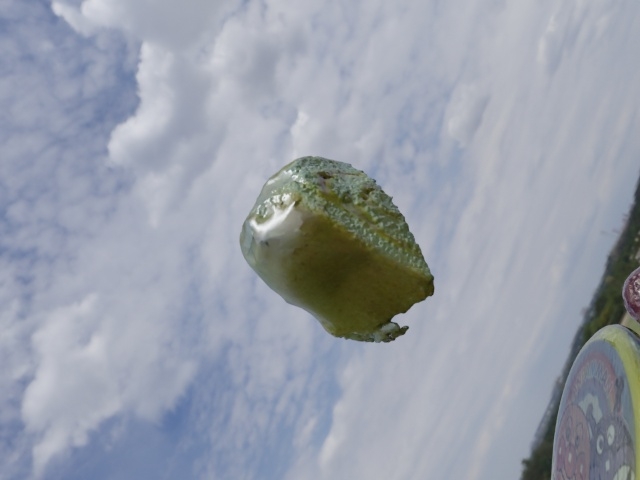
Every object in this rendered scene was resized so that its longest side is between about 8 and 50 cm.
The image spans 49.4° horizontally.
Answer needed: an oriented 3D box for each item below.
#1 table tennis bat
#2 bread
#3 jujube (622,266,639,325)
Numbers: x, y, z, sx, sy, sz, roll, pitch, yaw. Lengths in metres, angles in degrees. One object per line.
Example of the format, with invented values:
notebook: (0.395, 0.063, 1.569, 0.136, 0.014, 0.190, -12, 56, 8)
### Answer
table tennis bat: (0.210, 0.248, 0.539, 0.224, 0.054, 0.369, 85, -165, -75)
bread: (0.001, 0.003, 0.528, 0.110, 0.156, 0.103, 10, -55, -41)
jujube: (0.389, 0.070, 0.778, 0.129, 0.077, 0.077, 28, -94, -39)
